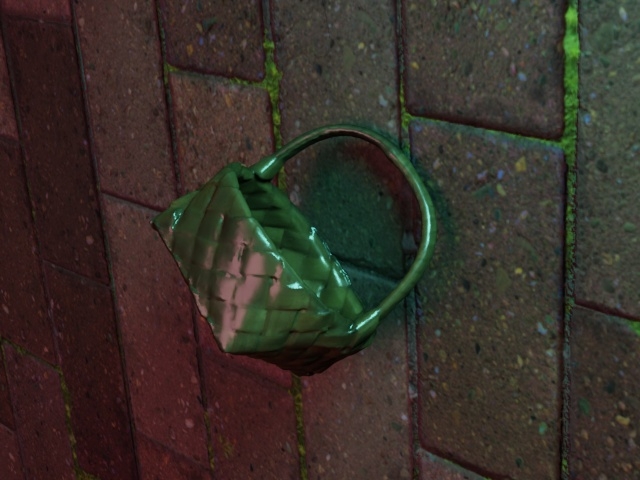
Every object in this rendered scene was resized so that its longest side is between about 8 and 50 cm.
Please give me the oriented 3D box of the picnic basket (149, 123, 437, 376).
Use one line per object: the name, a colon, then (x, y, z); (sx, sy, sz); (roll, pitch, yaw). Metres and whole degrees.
picnic basket: (0.000, 0.000, 1.458); (0.293, 0.337, 0.337); (57, 139, 22)
